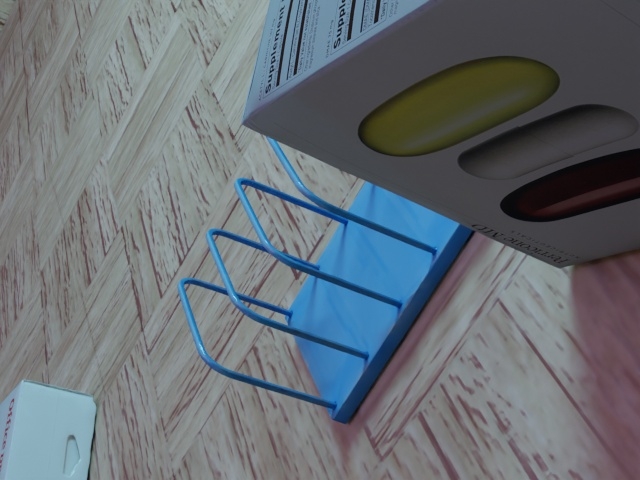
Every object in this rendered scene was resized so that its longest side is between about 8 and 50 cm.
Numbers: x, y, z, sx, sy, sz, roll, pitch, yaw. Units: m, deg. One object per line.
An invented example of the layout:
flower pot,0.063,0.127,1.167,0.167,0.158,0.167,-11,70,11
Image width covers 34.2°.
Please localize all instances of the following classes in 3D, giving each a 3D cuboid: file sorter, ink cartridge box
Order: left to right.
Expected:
ink cartridge box,-0.305,0.244,1.038,0.191,0.082,0.139,-43,37,42
file sorter,0.000,0.000,0.638,0.170,0.104,0.118,-59,30,18

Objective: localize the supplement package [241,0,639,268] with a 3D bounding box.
supplement package,0.109,-0.102,0.417,0.203,0.194,0.149,-21,53,56
